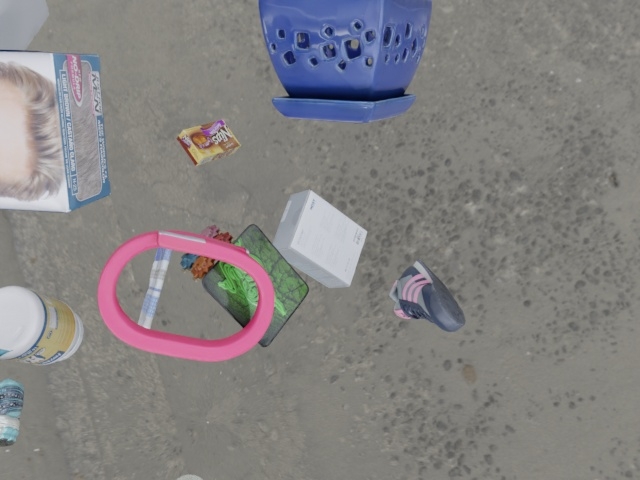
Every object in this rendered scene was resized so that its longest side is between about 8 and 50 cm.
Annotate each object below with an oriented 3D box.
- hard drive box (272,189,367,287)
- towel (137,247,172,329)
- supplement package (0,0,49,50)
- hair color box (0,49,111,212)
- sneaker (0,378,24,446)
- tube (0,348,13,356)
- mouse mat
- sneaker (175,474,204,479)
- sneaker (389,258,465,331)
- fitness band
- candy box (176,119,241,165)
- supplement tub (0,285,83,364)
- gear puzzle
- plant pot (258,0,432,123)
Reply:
[{"bbox_3d":[0.000,0.000,1.558,0.232,0.089,0.181,35,62,-32],"label":"hard drive box"},{"bbox_3d":[-0.439,0.135,1.488,0.034,0.209,0.285,17,81,-18],"label":"towel"},{"bbox_3d":[-0.642,-0.426,0.953,0.263,0.199,0.198,28,74,-11],"label":"supplement package"},{"bbox_3d":[-0.437,-0.134,0.664,0.347,0.105,0.174,3,107,6],"label":"hair color box"},{"bbox_3d":[-0.651,0.307,1.045,0.283,0.110,0.122,-4,59,20],"label":"sneaker"},{"bbox_3d":[-0.583,0.168,0.848,0.207,0.080,0.052,6,98,-6],"label":"tube"},{"bbox_3d":[-0.112,0.084,1.043,0.189,0.007,0.152,51,62,-26],"label":"mouse mat"},{"bbox_3d":[-0.365,0.802,1.505,0.131,0.148,0.350,8,32,-11],"label":"sneaker"},{"bbox_3d":[0.238,0.152,1.319,0.131,0.319,0.112,-43,100,10],"label":"sneaker"},{"bbox_3d":[-0.222,0.094,0.963,0.291,0.054,0.209,15,99,-18],"label":"fitness band"},{"bbox_3d":[-0.351,-0.312,1.808,0.109,0.053,0.187,55,39,2],"label":"candy box"},{"bbox_3d":[-0.602,0.183,1.191,0.144,0.199,0.144,-2,73,6],"label":"supplement tub"},{"bbox_3d":[-0.298,0.055,1.643,0.175,0.339,0.044,-53,131,-11],"label":"gear puzzle"},{"bbox_3d":[0.049,-0.325,1.017,0.236,0.236,0.212,10,110,28],"label":"plant pot"}]
